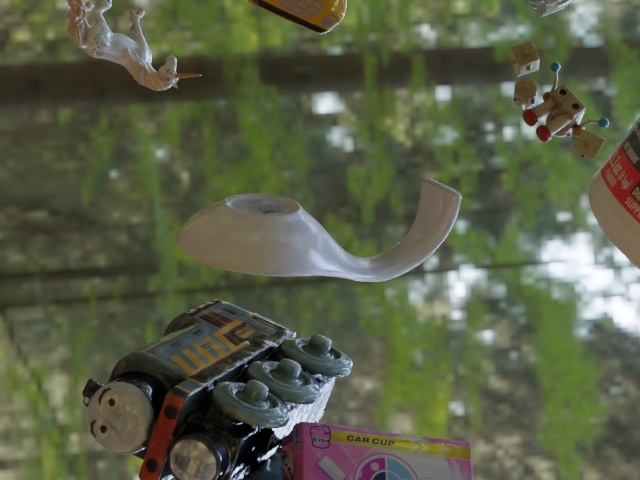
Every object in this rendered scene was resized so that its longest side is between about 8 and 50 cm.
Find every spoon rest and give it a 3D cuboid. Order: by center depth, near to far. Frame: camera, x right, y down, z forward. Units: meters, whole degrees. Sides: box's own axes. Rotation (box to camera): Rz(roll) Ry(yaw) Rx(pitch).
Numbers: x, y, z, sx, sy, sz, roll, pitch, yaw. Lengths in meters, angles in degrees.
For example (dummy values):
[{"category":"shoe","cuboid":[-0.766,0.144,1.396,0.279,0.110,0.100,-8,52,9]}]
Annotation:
[{"category":"spoon rest","cuboid":[0.000,0.000,1.742,0.137,0.276,0.084,30,-58,54]}]

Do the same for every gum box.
[{"category":"gum box","cuboid":[0.051,0.243,1.844,0.062,0.188,0.107,127,-33,-56]}]

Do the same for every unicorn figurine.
[{"category":"unicorn figurine","cuboid":[-0.229,-0.232,2.275,0.060,0.162,0.111,120,-28,-49]}]

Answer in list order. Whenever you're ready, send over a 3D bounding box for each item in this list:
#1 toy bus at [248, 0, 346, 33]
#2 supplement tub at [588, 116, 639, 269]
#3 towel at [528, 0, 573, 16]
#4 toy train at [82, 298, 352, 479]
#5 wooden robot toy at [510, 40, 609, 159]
[{"category":"toy bus","cuboid":[-0.005,-0.389,2.051,0.130,0.108,0.332,-36,-138,43]},{"category":"supplement tub","cuboid":[0.361,-0.082,1.525,0.272,0.191,0.191,-54,-150,19]},{"category":"towel","cuboid":[0.286,-0.361,1.790,0.056,0.312,0.324,52,8,26]},{"category":"toy train","cuboid":[-0.099,0.156,1.872,0.334,0.190,0.142,-29,140,-67]},{"category":"wooden robot toy","cuboid":[0.275,-0.150,2.296,0.173,0.076,0.079,52,-13,19]}]
